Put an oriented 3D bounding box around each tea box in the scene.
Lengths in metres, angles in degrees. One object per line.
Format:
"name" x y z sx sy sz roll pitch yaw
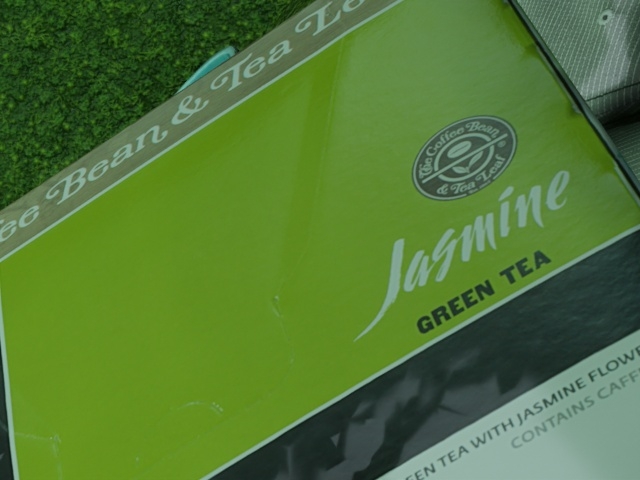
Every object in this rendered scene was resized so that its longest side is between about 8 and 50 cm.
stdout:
"tea box" 0.005 0.110 0.570 0.329 0.220 0.323 -32 40 10

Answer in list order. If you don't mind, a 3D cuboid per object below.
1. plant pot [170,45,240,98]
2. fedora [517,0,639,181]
"plant pot" -0.048 0.034 1.181 0.271 0.255 0.271 -49 15 18
"fedora" 0.182 -0.070 0.735 0.275 0.244 0.124 -19 40 37
